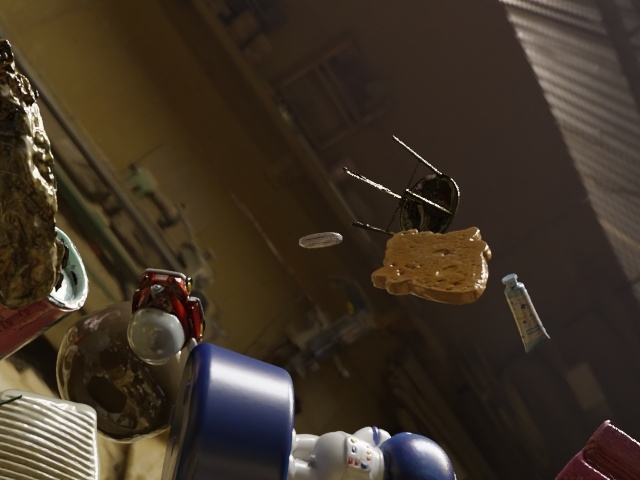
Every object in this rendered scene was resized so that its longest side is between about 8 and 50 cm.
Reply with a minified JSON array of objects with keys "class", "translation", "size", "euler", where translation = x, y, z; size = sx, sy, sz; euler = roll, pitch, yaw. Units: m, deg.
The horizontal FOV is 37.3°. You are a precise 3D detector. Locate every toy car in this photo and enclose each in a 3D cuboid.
[{"class":"toy car","translation":[-0.236,0.120,1.384],"size":[0.112,0.112,0.139],"euler":[-69,163,-54]}]

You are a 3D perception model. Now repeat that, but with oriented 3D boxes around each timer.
[{"class":"timer","translation":[-0.005,0.294,1.215],"size":[0.383,0.270,0.270],"euler":[11,12,-10]}]

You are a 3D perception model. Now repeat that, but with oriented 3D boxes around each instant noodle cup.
[{"class":"instant noodle cup","translation":[-0.531,0.090,1.566],"size":[0.244,0.255,0.244],"euler":[53,20,-29]}]

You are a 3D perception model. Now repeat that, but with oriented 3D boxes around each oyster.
[{"class":"oyster","translation":[-0.390,-0.081,1.159],"size":[0.078,0.128,0.345],"euler":[-41,129,-74]}]

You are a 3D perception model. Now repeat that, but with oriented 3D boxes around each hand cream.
[{"class":"hand cream","translation":[0.427,0.151,1.994],"size":[0.171,0.065,0.043],"euler":[65,-15,-15]}]

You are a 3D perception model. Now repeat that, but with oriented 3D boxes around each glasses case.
[{"class":"glasses case","translation":[0.000,0.000,1.647],"size":[0.032,0.083,0.021],"euler":[26,62,-49]}]

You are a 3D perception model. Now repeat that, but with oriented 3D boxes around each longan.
[{"class":"longan","translation":[-0.407,0.276,1.982],"size":[0.297,0.297,0.297],"euler":[56,2,-2]}]

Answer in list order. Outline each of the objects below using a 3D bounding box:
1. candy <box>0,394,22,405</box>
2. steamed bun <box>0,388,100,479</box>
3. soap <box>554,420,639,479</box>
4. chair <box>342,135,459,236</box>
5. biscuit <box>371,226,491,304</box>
[{"class":"candy","translation":[-0.445,0.221,1.231],"size":[0.035,0.123,0.035],"euler":[38,36,-87]},{"class":"steamed bun","translation":[-0.537,0.475,1.689],"size":[0.247,0.236,0.383],"euler":[15,43,-21]},{"class":"soap","translation":[0.529,0.478,1.473],"size":[0.359,0.233,0.128],"euler":[34,-19,36]},{"class":"chair","translation":[0.197,-0.057,1.819],"size":[0.325,0.170,0.160],"euler":[26,43,-40]},{"class":"biscuit","translation":[0.148,0.033,1.220],"size":[0.250,0.162,0.035],"euler":[-129,-164,-70]}]
